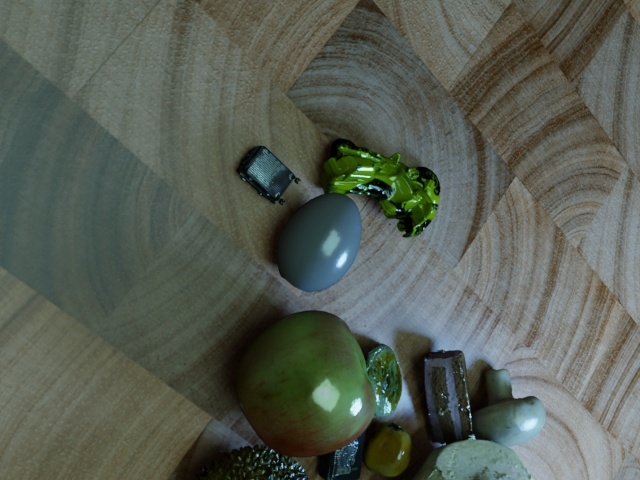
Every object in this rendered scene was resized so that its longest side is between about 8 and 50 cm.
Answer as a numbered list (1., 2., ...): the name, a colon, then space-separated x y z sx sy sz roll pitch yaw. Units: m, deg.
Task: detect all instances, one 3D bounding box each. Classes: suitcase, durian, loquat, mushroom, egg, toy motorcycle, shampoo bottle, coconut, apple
1. suitcase: -0.117 -0.147 1.607 0.126 0.059 0.086 42 73 -26
2. durian: -0.147 0.566 1.571 0.292 0.258 0.258 19 85 -46
3. loquat: 0.166 0.519 1.801 0.113 0.137 0.137 31 80 -43
4. mushroom: 0.502 0.459 1.946 0.206 0.206 0.209 -3 95 -29
5. egg: 0.000 0.000 1.617 0.176 0.176 0.232 24 94 -29
6. toy motorcycle: 0.158 -0.119 1.724 0.342 0.142 0.206 16 49 -30
7. shampoo bottle: 0.055 0.499 1.766 0.098 0.071 0.310 5 93 -36
8. coconut: 0.366 0.727 1.792 0.404 0.404 0.405 -3 97 -29
9. apple: -0.034 0.315 1.568 0.277 0.319 0.319 -23 108 3

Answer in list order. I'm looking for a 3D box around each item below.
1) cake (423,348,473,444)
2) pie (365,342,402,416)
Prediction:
1. cake: 0.336 0.407 1.897 0.113 0.115 0.296 -55 140 -65
2. pie: 0.155 0.344 1.777 0.186 0.041 0.187 14 74 -61
